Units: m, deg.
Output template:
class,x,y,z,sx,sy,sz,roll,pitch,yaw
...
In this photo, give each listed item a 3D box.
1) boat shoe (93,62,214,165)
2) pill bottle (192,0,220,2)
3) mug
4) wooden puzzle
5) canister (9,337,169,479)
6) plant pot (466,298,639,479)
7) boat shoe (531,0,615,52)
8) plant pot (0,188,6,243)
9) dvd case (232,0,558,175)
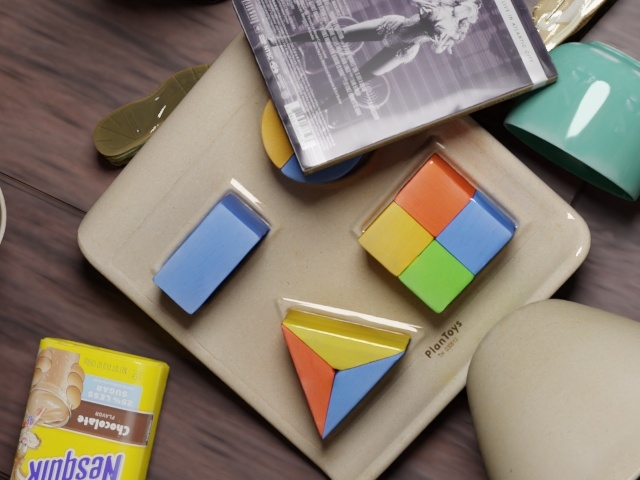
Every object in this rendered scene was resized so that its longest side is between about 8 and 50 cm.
class,x,y,z,sx,sy,sz,roll,pitch,yaw
boat shoe,-0.129,-0.112,1.598,0.153,0.048,0.056,-28,69,2
pill bottle,-0.126,-0.286,1.500,0.130,0.246,0.130,-1,87,11
mug,0.240,-0.101,1.484,0.129,0.158,0.097,31,91,43
wooden puzzle,0.000,0.000,1.499,0.348,0.080,0.322,43,106,4
canister,-0.209,0.180,1.579,0.126,0.073,0.170,11,87,12
plant pot,0.233,0.168,1.385,0.256,0.256,0.274,-48,37,5
boat shoe,0.206,-0.191,1.529,0.135,0.050,0.045,-44,76,-4
plant pot,-0.436,0.028,1.559,0.284,0.284,0.191,31,127,12
dvd case,0.059,-0.163,1.436,0.221,0.018,0.164,-21,72,-5
